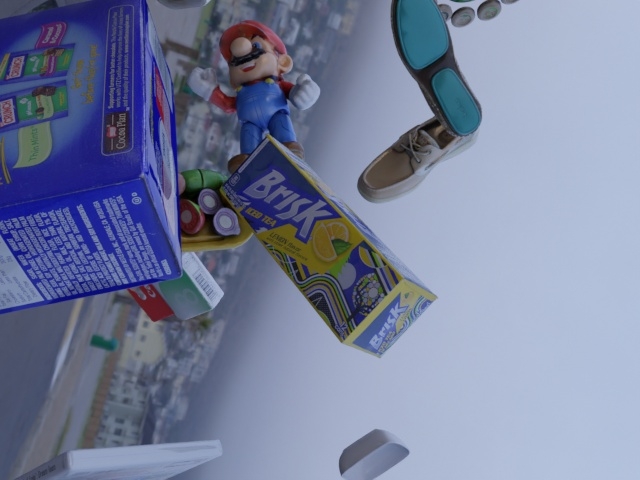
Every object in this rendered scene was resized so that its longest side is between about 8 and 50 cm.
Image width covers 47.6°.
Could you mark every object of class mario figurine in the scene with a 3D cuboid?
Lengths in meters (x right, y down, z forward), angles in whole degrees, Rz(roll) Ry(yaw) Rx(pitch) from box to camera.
[{"bbox_3d":[-0.122,-0.266,1.275,0.170,0.198,0.321,124,-39,-54],"label":"mario figurine"}]

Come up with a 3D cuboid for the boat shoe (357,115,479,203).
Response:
[{"bbox_3d":[0.202,-0.187,1.481,0.109,0.302,0.098,52,-14,23],"label":"boat shoe"}]

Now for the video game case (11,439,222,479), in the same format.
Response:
[{"bbox_3d":[-0.194,0.212,0.663,0.143,0.157,0.019,-31,-118,35],"label":"video game case"}]

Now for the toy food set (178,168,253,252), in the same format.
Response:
[{"bbox_3d":[-0.181,-0.053,0.998,0.071,0.217,0.128,113,-37,-48],"label":"toy food set"}]

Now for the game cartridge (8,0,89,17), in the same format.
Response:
[{"bbox_3d":[-0.477,-0.319,1.266,0.196,0.294,0.060,66,16,16],"label":"game cartridge"}]

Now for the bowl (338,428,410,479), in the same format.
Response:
[{"bbox_3d":[0.109,0.454,1.540,0.142,0.142,0.053,-36,-128,7],"label":"bowl"}]

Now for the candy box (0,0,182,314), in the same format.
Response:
[{"bbox_3d":[-0.284,-0.066,0.596,0.122,0.317,0.268,82,-4,-46],"label":"candy box"}]

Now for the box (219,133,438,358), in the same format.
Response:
[{"bbox_3d":[0.000,0.000,0.504,0.059,0.054,0.169,-48,-127,8],"label":"box"}]

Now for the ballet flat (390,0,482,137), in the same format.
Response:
[{"bbox_3d":[0.138,-0.224,0.916,0.073,0.206,0.067,-27,-160,-1],"label":"ballet flat"}]

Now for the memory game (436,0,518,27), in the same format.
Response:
[{"bbox_3d":[0.214,-0.363,1.004,0.186,0.186,0.012,124,-39,-54],"label":"memory game"}]

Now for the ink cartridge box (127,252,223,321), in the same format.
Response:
[{"bbox_3d":[-0.314,0.075,1.371,0.224,0.181,0.056,-24,-161,35],"label":"ink cartridge box"}]

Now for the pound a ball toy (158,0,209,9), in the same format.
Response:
[{"bbox_3d":[-0.091,-0.402,0.842,0.319,0.136,0.208,-49,-144,-19],"label":"pound a ball toy"}]
